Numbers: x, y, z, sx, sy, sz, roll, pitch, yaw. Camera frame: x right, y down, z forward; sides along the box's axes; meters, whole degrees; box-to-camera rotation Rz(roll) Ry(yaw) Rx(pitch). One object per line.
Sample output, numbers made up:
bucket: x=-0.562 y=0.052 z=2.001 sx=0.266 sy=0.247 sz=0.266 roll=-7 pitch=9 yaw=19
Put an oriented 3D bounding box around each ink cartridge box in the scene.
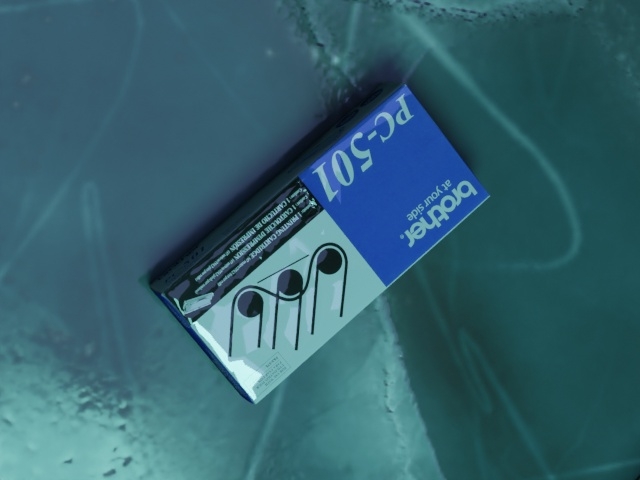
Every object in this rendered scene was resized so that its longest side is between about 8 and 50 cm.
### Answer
ink cartridge box: x=0.000 y=0.000 z=1.086 sx=0.207 sy=0.046 sz=0.097 roll=-41 pitch=105 yaw=-9

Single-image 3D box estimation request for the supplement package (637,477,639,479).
supplement package: x=0.276 y=0.200 z=1.148 sx=0.105 sy=0.105 sz=0.179 roll=44 pitch=81 yaw=-15
